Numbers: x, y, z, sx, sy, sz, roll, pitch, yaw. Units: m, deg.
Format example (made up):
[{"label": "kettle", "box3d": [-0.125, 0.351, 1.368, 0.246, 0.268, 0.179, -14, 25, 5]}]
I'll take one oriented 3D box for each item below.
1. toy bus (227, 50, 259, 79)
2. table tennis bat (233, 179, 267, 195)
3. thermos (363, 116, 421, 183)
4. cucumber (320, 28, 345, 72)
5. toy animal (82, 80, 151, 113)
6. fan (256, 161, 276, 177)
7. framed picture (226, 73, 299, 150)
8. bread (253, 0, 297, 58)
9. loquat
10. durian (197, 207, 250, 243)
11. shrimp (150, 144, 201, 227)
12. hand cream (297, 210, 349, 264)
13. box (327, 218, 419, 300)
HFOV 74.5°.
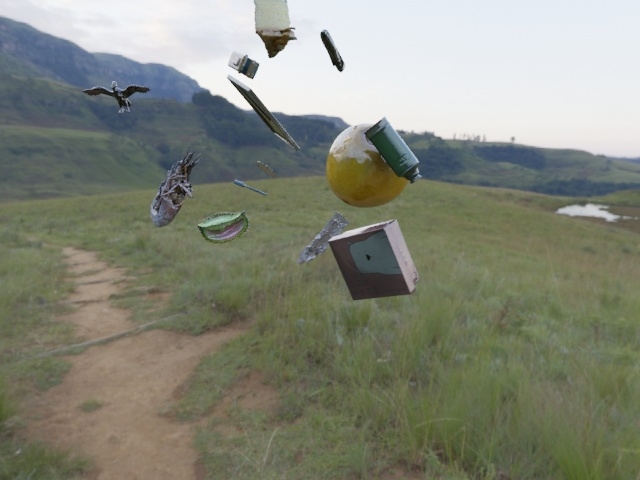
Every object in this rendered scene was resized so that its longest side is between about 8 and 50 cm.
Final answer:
[{"label": "toy bus", "box3d": [-0.369, -0.840, 2.007, 0.103, 0.091, 0.182, 17, 19, -37]}, {"label": "table tennis bat", "box3d": [-0.310, -0.231, 1.866, 0.155, 0.019, 0.100, 21, 4, -19]}, {"label": "thermos", "box3d": [0.199, -0.234, 1.134, 0.073, 0.188, 0.083, -39, 3, -31]}, {"label": "cucumber", "box3d": [0.046, -0.747, 1.656, 0.044, 0.043, 0.256, 22, -2, 21]}, {"label": "toy animal", "box3d": [-0.661, -0.476, 1.386, 0.220, 0.108, 0.062, -6, 48, 1]}, {"label": "fan", "box3d": [-0.234, -0.316, 1.843, 0.113, 0.005, 0.175, 37, -11, -8]}, {"label": "framed picture", "box3d": [-0.223, -0.499, 1.653, 0.324, 0.020, 0.240, 46, 0, -43]}, {"label": "bread", "box3d": [-0.159, -0.661, 1.312, 0.127, 0.147, 0.152, -7, -4, -24]}, {"label": "loquat", "box3d": [0.145, -0.229, 1.324, 0.274, 0.275, 0.275, 2, 12, 0]}, {"label": "durian", "box3d": [-0.415, -0.066, 1.841, 0.220, 0.137, 0.095, -15, 37, -6]}, {"label": "shrimp", "box3d": [-0.544, -0.197, 1.588, 0.116, 0.343, 0.145, 26, 15, -30]}, {"label": "hand cream", "box3d": [0.001, 0.002, 1.586, 0.084, 0.257, 0.050, 35, 20, -31]}, {"label": "box", "box3d": [0.159, 0.062, 1.243, 0.215, 0.215, 0.086, -14, 14, 43]}]
